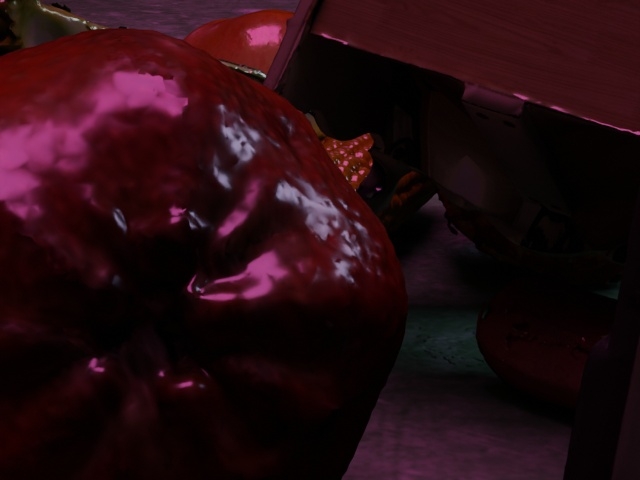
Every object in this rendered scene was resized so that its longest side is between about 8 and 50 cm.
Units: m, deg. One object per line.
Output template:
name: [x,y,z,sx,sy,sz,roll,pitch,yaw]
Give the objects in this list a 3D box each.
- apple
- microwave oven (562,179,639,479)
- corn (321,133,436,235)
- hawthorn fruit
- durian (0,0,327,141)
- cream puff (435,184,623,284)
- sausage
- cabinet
apple: [-0.053,-0.146,1.183,0.209,0.164,0.209,0,16,0]
microwave oven: [0.288,0.011,0.480,0.247,0.333,0.394,20,24,31]
corn: [0.031,-0.043,0.975,0.101,0.101,0.310,9,26,23]
hawthorn fruit: [-0.102,0.026,0.583,0.254,0.254,0.300,-4,7,-13]
durian: [-0.167,-0.106,0.989,0.355,0.169,0.157,20,15,-40]
cream puff: [0.197,-0.077,0.919,0.240,0.240,0.164,5,-23,11]
sausage: [0.156,0.067,0.715,0.141,0.076,0.076,15,23,38]
cabinet: [0.168,-0.140,0.730,0.290,0.318,0.227,21,-6,25]
